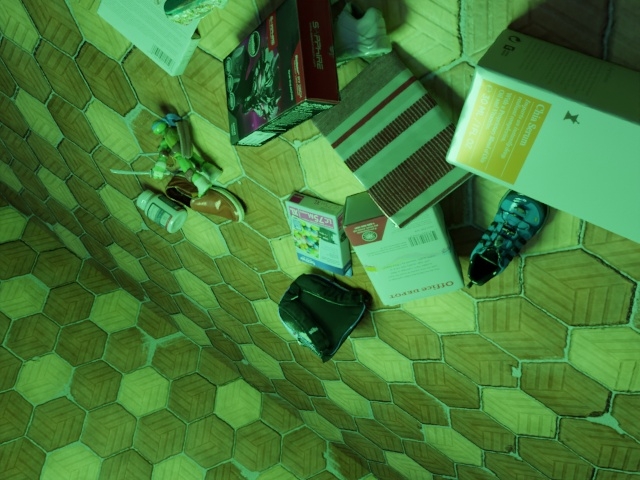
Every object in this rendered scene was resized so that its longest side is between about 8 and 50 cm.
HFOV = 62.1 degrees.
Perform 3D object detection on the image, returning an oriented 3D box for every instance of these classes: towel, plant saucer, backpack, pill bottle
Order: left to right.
[{"bbox_3d":[-0.628,-0.120,2.101,0.180,0.108,0.108,34,145,9],"label":"pill bottle"},{"bbox_3d":[-0.554,-0.301,1.914,0.083,0.013,0.083,25,142,21],"label":"plant saucer"},{"bbox_3d":[-0.007,0.251,1.838,0.263,0.276,0.213,36,158,10],"label":"backpack"},{"bbox_3d":[0.164,-0.219,1.171,0.237,0.037,0.329,-38,88,17],"label":"towel"}]

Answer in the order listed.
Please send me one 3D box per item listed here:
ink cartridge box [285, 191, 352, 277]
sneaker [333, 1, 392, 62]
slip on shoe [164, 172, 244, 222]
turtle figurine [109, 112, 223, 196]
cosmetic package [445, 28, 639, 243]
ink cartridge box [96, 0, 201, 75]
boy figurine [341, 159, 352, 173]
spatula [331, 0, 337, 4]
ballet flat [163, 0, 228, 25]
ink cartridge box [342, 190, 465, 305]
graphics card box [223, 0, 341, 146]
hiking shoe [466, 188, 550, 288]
[{"bbox_3d":[0.000,0.000,1.701,0.186,0.065,0.311,19,142,28],"label":"ink cartridge box"},{"bbox_3d":[0.057,-0.447,1.145,0.232,0.090,0.115,10,112,44],"label":"sneaker"},{"bbox_3d":[-0.412,-0.138,1.889,0.331,0.101,0.123,25,141,18],"label":"slip on shoe"},{"bbox_3d":[-0.481,-0.249,1.753,0.266,0.274,0.198,42,180,-10],"label":"turtle figurine"},{"bbox_3d":[0.486,-0.179,0.964,0.453,0.161,0.230,26,143,17],"label":"cosmetic package"},{"bbox_3d":[-0.436,-0.621,1.414,0.275,0.060,0.239,40,120,-1],"label":"ink cartridge box"},{"bbox_3d":[0.127,-0.214,1.317,0.177,0.092,0.285,-3,128,44],"label":"boy figurine"},{"bbox_3d":[0.030,-0.563,1.081,0.242,0.019,0.168,-10,123,47],"label":"spatula"},{"bbox_3d":[-0.275,-0.586,1.285,0.241,0.091,0.077,-6,165,33],"label":"ballet flat"},{"bbox_3d":[0.215,0.006,1.352,0.226,0.131,0.306,-15,131,18],"label":"ink cartridge box"},{"bbox_3d":[-0.103,-0.372,1.223,0.371,0.094,0.232,-10,85,57],"label":"graphics card box"},{"bbox_3d":[0.433,-0.002,1.233,0.113,0.132,0.304,28,144,16],"label":"hiking shoe"}]
